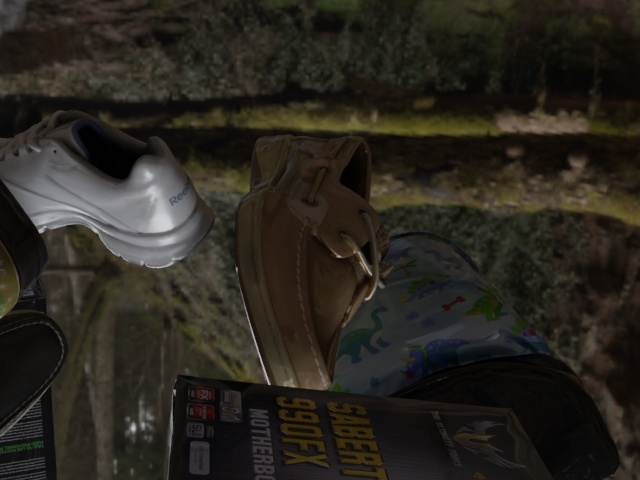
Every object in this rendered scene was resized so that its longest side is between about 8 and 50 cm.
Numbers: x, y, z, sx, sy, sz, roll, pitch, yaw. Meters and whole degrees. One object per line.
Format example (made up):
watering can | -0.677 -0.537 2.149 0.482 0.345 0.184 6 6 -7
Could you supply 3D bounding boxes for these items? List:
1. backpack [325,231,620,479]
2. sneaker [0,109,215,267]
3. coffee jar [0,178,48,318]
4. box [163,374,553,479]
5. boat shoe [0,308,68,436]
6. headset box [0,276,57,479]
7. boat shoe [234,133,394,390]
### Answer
backpack | 0.096 0.139 1.015 0.290 0.273 0.355 -22 -175 4
sneaker | -0.241 -0.071 0.928 0.297 0.129 0.111 9 -131 18
coffee jar | -0.200 0.026 0.411 0.079 0.096 0.184 -26 -166 36
box | 0.022 0.140 0.417 0.183 0.056 0.231 7 -161 -8
boat shoe | -0.241 0.116 0.607 0.223 0.080 0.073 -33 -162 -36
headset box | -0.352 0.162 1.018 0.131 0.283 0.246 -5 -164 -21
boat shoe | 0.000 0.000 0.797 0.110 0.122 0.341 -9 -147 6
